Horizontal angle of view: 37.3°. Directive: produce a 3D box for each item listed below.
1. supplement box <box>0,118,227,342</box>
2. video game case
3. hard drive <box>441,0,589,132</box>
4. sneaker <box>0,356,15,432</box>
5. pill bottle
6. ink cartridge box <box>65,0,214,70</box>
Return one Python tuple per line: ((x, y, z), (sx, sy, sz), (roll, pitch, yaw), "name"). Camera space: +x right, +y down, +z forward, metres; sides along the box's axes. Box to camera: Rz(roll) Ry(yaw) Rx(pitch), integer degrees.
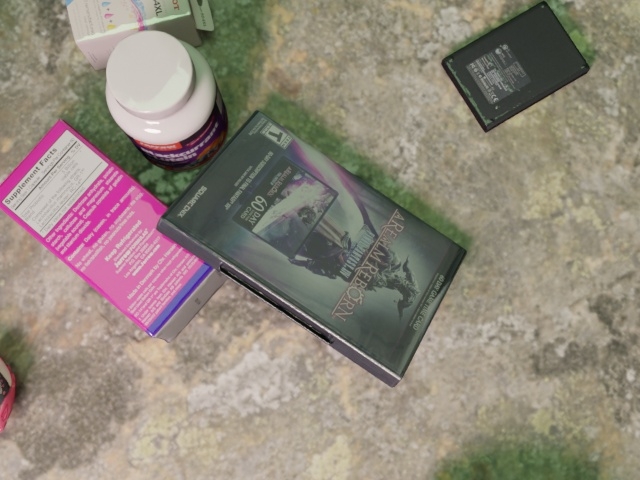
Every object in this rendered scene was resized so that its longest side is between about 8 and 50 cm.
((-0.210, -0.007, 0.978), (0.220, 0.111, 0.114), (41, 83, 6), "supplement box")
((0.000, 0.000, 0.960), (0.274, 0.026, 0.196), (33, 49, 1), "video game case")
((0.216, -0.193, 1.049), (0.135, 0.022, 0.094), (-31, 82, -4), "hard drive")
((-0.458, 0.136, 0.959), (0.299, 0.112, 0.120), (15, 82, 2), "sneaker")
((-0.155, -0.140, 0.956), (0.108, 0.193, 0.108), (0, 82, 1), "pill bottle")
((-0.194, -0.256, 1.027), (0.143, 0.090, 0.092), (-15, 82, -1), "ink cartridge box")
